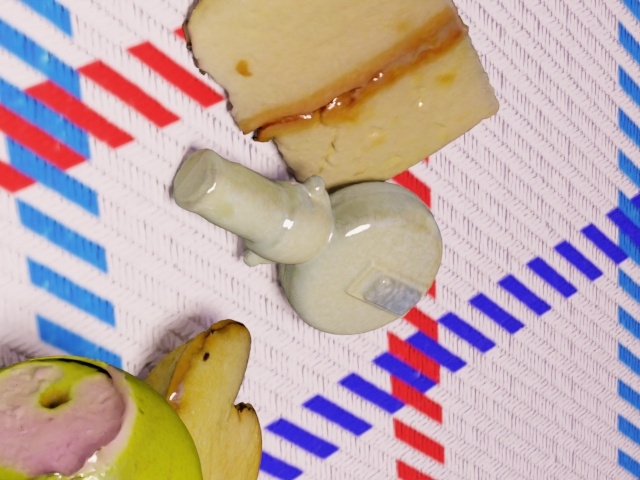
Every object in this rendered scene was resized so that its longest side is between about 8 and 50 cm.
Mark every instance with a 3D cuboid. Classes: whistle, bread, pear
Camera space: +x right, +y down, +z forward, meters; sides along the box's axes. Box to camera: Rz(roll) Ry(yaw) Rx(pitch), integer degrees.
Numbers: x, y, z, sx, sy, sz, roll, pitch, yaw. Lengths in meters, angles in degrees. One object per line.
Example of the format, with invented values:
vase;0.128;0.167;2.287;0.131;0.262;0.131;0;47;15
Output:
whistle;0.000;0.000;1.210;0.258;0.067;0.126;27;111;-42
bread;-0.092;0.142;1.187;0.149;0.065;0.187;2;100;-60
pear;-0.159;0.177;1.038;0.187;0.187;0.219;-42;146;-31
bread;0.003;-0.156;1.200;0.178;0.135;0.240;-31;136;5
